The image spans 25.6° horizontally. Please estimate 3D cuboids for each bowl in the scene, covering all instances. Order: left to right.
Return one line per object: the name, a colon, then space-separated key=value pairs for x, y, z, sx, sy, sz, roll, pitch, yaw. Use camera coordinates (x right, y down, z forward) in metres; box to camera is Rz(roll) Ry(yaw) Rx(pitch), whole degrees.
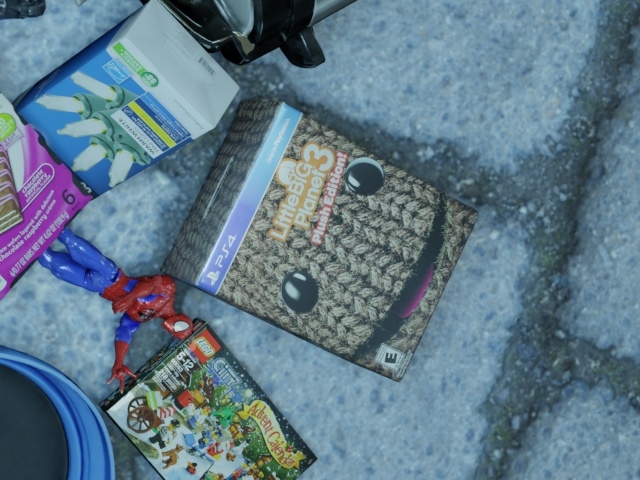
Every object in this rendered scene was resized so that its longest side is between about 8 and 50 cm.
bowl: x=-0.413 y=0.285 z=1.514 sx=0.391 sy=0.077 sz=0.391 roll=-14 pitch=117 yaw=-29

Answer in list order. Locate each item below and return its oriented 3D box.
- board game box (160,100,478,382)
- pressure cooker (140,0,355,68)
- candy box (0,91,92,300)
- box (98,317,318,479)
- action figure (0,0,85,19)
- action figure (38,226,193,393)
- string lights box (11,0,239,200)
board game box: x=0.000 y=0.000 z=1.678 sx=0.291 sy=0.141 sz=0.232 roll=27 pitch=85 yaw=-23
pressure cooker: x=-0.051 y=-0.414 z=1.479 sx=0.420 sy=0.375 sz=0.370 roll=-32 pitch=65 yaw=-14
candy box: x=-0.366 y=-0.071 z=1.433 sx=0.159 sy=0.071 sz=0.233 roll=-52 pitch=121 yaw=-22
box: x=-0.133 y=0.232 z=1.698 sx=0.159 sy=0.044 sz=0.233 roll=-42 pitch=109 yaw=-13
action figure: x=-0.384 y=-0.296 z=1.416 sx=0.341 sy=0.330 sz=0.178 roll=-16 pitch=110 yaw=-53
action figure: x=-0.262 y=0.059 z=1.579 sx=0.280 sy=0.139 sz=0.091 roll=32 pitch=126 yaw=-24
string lights box: x=-0.225 y=-0.139 z=1.508 sx=0.133 sy=0.260 sz=0.076 roll=45 pitch=44 yaw=-20
